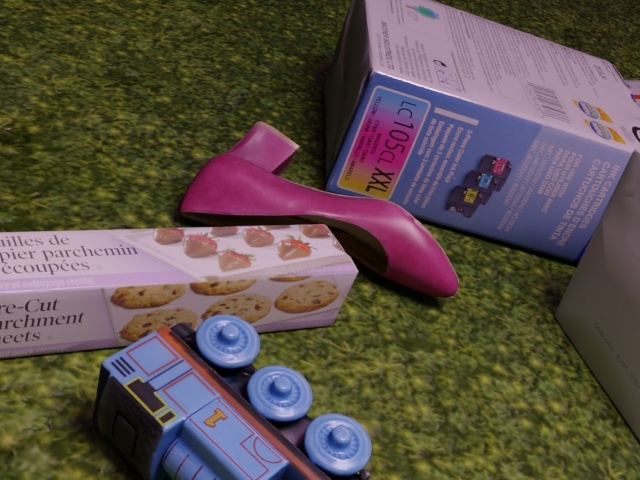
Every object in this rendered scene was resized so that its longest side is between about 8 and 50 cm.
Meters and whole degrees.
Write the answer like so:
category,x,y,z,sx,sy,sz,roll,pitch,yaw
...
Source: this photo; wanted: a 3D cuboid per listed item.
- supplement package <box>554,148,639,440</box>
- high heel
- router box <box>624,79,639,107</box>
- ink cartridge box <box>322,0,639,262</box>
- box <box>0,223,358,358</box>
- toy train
category,x,y,z,sx,sy,sz,roll,pitch,yaw
supplement package,0.390,0.054,0.758,0.263,0.198,0.199,-1,39,-20
high heel,0.000,0.000,0.769,0.244,0.082,0.117,38,63,2
router box,0.543,-0.112,1.219,0.335,0.082,0.301,-6,42,-36
ink cartridge box,0.210,-0.125,0.979,0.396,0.151,0.270,14,34,-10
box,-0.126,0.033,0.635,0.324,0.067,0.063,-1,39,-33
toy train,-0.052,0.124,0.541,0.184,0.080,0.105,40,46,21
